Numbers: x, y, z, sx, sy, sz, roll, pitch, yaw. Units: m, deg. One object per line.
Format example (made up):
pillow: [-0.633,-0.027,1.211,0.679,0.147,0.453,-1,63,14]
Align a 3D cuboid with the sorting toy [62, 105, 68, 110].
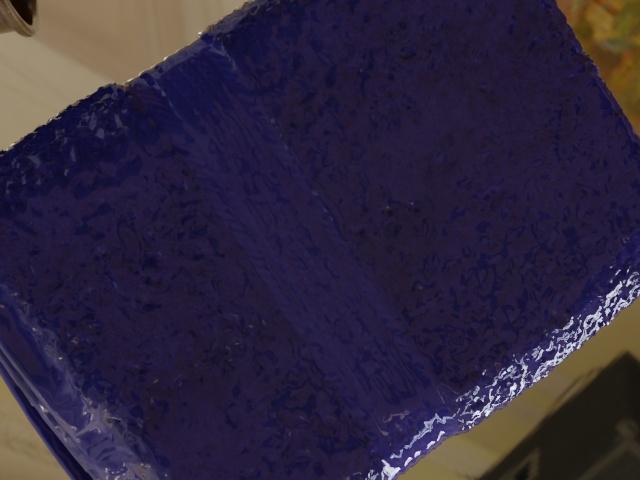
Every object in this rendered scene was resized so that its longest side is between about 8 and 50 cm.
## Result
sorting toy: [-0.170,-0.048,0.973,0.102,0.042,0.061,52,169,17]

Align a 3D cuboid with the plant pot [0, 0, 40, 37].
plant pot: [-0.231,-0.147,0.599,0.167,0.165,0.167,163,90,-89]

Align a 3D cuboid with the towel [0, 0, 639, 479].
towel: [0.000,0.000,0.631,0.227,0.308,0.076,57,165,-10]
